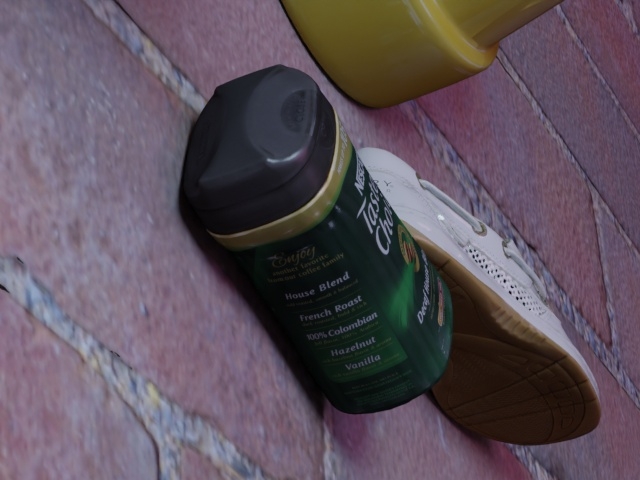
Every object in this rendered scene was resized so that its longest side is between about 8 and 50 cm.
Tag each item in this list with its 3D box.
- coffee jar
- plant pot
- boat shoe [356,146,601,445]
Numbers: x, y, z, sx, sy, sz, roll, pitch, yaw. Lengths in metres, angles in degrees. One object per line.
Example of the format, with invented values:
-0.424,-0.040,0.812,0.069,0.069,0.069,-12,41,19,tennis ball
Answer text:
0.000,0.000,1.036,0.184,0.079,0.096,55,26,-36,coffee jar
0.101,-0.240,1.269,0.254,0.239,0.254,49,31,-44,plant pot
0.097,0.035,1.223,0.277,0.098,0.096,48,32,-45,boat shoe
